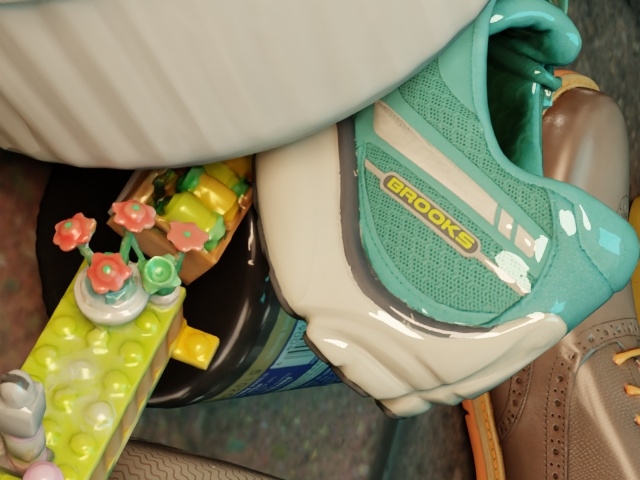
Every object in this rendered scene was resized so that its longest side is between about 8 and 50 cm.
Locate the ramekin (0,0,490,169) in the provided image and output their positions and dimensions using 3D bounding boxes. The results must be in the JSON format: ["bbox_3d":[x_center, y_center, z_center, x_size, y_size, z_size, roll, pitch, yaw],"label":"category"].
[{"bbox_3d":[-0.047,-0.142,0.519,0.273,0.272,0.127,-59,147,-26],"label":"ramekin"}]

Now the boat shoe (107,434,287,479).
[{"bbox_3d":[0.002,0.194,0.729,0.355,0.132,0.130,42,64,-45],"label":"boat shoe"}]

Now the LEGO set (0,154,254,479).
[{"bbox_3d":[-0.115,0.040,0.474,0.287,0.132,0.107,-27,152,-20],"label":"LEGO set"}]

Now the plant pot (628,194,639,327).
[{"bbox_3d":[0.294,0.057,1.020,0.212,0.187,0.212,11,88,-51],"label":"plant pot"}]

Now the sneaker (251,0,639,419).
[{"bbox_3d":[0.035,-0.065,0.574,0.107,0.110,0.275,43,25,-47],"label":"sneaker"}]

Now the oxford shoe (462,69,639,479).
[{"bbox_3d":[0.152,0.092,0.893,0.130,0.132,0.364,-10,103,-49],"label":"oxford shoe"}]

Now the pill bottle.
[{"bbox_3d":[0.000,0.000,0.699,0.219,0.122,0.123,-2,97,-51],"label":"pill bottle"}]
